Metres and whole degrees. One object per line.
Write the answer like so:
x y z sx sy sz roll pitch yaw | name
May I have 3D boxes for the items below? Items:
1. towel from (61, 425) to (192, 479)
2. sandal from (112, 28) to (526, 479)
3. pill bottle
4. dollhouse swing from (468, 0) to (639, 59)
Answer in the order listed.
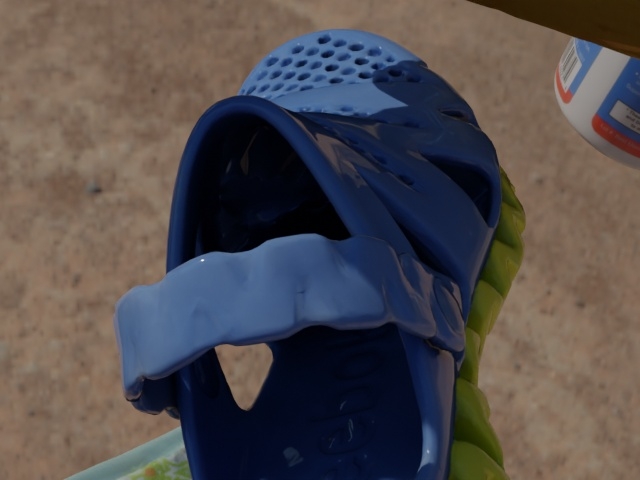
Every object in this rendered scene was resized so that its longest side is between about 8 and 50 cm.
-0.156 0.369 1.613 0.374 0.090 0.320 -23 63 -34 | towel
0.000 0.000 0.556 0.126 0.138 0.317 -22 32 13 | sandal
0.244 -0.156 0.986 0.124 0.221 0.124 13 45 -13 | pill bottle
0.027 -0.210 0.430 0.315 0.347 0.305 27 41 35 | dollhouse swing
